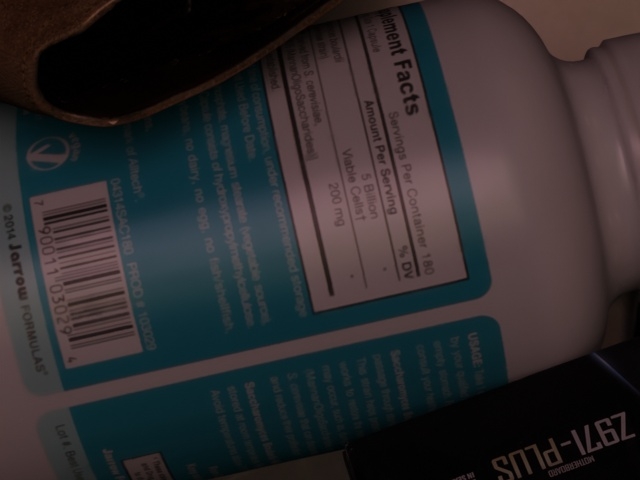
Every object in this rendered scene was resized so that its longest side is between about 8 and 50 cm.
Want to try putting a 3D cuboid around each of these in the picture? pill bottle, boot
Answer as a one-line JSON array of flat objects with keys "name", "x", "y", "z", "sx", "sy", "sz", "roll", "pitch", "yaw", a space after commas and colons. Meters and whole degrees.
[{"name": "pill bottle", "x": 0.000, "y": 0.000, "z": 0.672, "sx": 0.264, "sy": 0.146, "sz": 0.146, "roll": -12, "pitch": 88, "yaw": 1}, {"name": "boot", "x": 0.008, "y": -0.122, "z": 0.652, "sx": 0.305, "sy": 0.115, "sz": 0.112, "roll": -32, "pitch": 130, "yaw": -23}]

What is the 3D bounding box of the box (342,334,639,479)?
[{"name": "box", "x": 0.105, "y": 0.126, "z": 0.650, "sx": 0.147, "sy": 0.077, "sz": 0.180, "roll": -20, "pitch": 130, "yaw": 0}]
